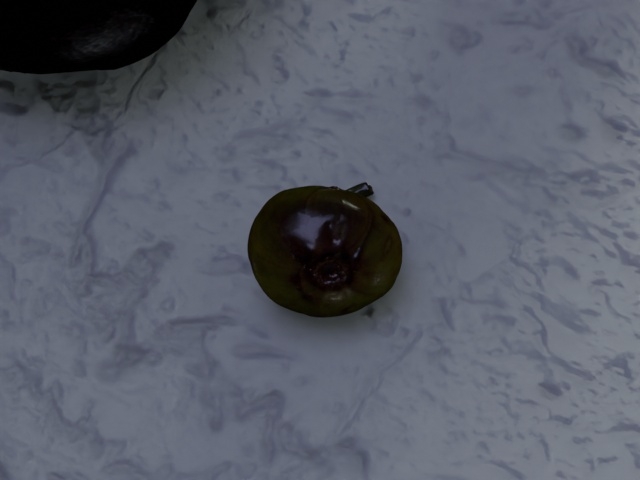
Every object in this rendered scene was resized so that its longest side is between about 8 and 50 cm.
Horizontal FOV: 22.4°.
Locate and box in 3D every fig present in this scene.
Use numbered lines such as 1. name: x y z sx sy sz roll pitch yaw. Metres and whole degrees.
1. fig: 0.000 0.000 0.935 0.084 0.082 0.098 -34 19 7

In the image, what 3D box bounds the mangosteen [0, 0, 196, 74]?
1. mangosteen: -0.181 -0.244 0.980 0.288 0.287 0.233 25 63 23
